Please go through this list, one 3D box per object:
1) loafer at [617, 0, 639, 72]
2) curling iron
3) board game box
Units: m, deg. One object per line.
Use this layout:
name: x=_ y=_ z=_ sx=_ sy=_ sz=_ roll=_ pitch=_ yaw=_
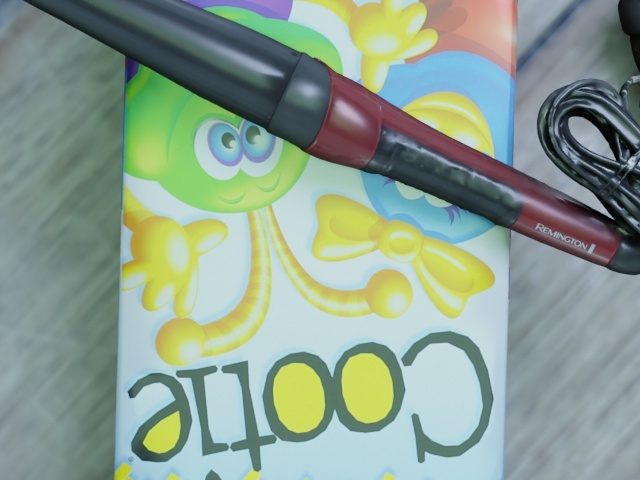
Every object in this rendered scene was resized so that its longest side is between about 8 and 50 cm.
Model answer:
loafer: x=0.231 y=-0.077 z=0.788 sx=0.220 sy=0.080 sz=0.078 roll=-5 pitch=102 yaw=7
curling iron: x=0.007 y=-0.056 z=0.667 sx=0.274 sy=0.035 sz=0.068 roll=18 pitch=89 yaw=0
board game box: x=0.000 y=0.000 z=0.760 sx=0.142 sy=0.144 sz=0.275 roll=1 pitch=92 yaw=2
